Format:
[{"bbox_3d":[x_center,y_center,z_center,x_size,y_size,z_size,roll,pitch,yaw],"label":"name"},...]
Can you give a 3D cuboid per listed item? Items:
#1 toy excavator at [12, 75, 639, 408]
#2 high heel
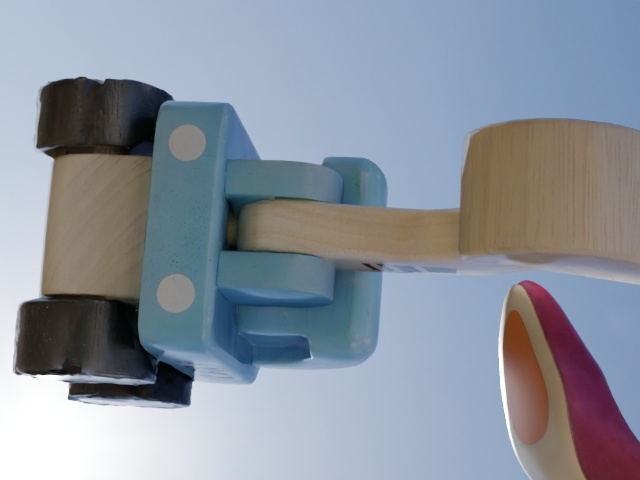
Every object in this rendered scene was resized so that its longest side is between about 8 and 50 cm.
[{"bbox_3d":[0.000,0.000,0.936,0.445,0.433,0.222,1,-103,5],"label":"toy excavator"},{"bbox_3d":[0.189,0.131,0.758,0.082,0.117,0.244,117,-42,-60],"label":"high heel"}]
